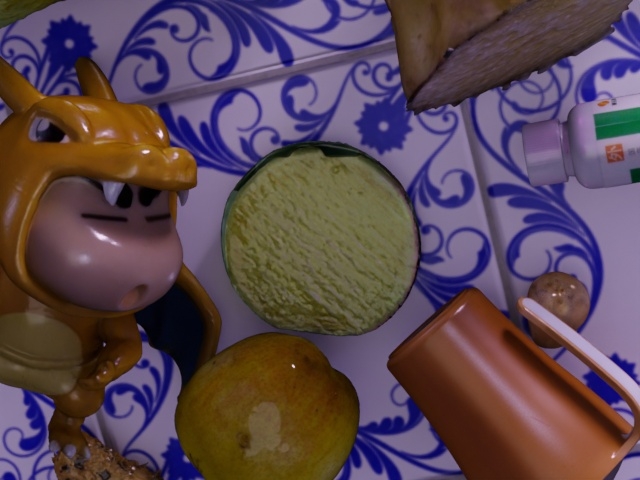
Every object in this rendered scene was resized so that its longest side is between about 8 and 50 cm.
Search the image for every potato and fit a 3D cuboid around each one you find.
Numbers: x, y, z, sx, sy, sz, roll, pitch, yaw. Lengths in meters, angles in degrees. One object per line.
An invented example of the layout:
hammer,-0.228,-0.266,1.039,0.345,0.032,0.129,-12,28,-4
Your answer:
potato,0.255,0.077,1.824,0.068,0.062,0.083,23,131,22
potato,0.172,-0.301,1.657,0.289,0.301,0.237,-22,79,-18

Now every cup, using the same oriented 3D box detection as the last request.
cup,0.216,0.174,1.792,0.264,0.182,0.226,48,124,2

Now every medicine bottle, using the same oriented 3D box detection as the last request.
medicine bottle,0.341,-0.108,1.738,0.260,0.095,0.095,-7,103,10

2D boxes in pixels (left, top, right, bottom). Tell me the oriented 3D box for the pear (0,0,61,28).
pear,-0.352,-0.381,1.692,0.342,0.238,0.318,-23,74,11

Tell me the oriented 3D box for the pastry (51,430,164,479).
pastry,-0.249,0.278,1.959,0.140,0.056,0.080,26,96,4

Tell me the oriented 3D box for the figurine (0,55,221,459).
figurine,-0.304,0.013,1.792,0.401,0.268,0.387,22,110,8

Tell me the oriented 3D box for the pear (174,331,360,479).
pear,-0.052,0.196,1.836,0.200,0.200,0.200,2,105,9

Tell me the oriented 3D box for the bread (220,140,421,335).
bread,0.000,0.000,1.856,0.228,0.033,0.228,2,104,7
